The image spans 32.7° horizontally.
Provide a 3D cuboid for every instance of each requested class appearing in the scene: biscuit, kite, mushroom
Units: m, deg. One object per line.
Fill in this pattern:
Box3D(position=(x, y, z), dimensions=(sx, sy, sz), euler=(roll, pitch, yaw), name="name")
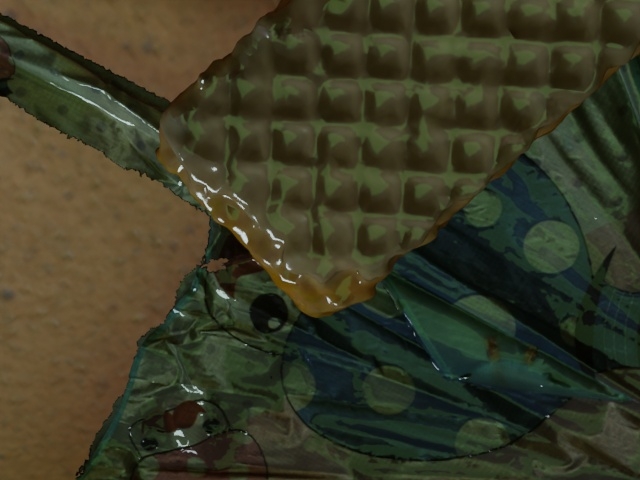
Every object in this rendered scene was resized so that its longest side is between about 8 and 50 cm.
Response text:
Box3D(position=(0.110, -0.126, 0.334), dimensions=(0.378, 0.054, 0.094), euler=(-41, 95, 10), name="biscuit")
Box3D(position=(0.000, 0.000, 0.402), dimensions=(0.368, 0.014, 0.406), euler=(28, 102, -1), name="kite")
Box3D(position=(0.136, 0.012, 0.446), dimensions=(0.094, 0.072, 0.210), euler=(-17, 120, 15), name="mushroom")
